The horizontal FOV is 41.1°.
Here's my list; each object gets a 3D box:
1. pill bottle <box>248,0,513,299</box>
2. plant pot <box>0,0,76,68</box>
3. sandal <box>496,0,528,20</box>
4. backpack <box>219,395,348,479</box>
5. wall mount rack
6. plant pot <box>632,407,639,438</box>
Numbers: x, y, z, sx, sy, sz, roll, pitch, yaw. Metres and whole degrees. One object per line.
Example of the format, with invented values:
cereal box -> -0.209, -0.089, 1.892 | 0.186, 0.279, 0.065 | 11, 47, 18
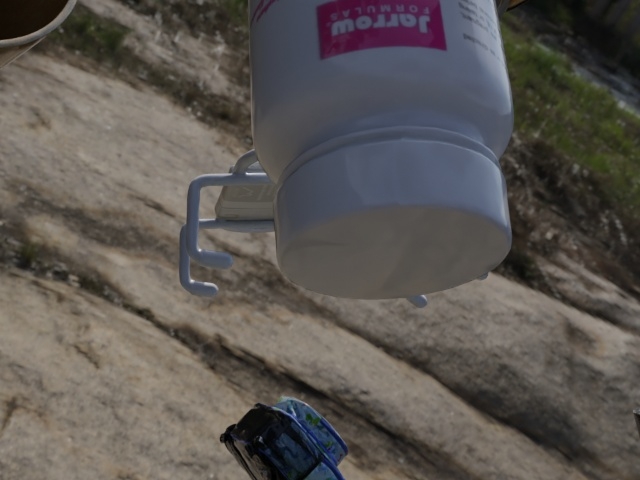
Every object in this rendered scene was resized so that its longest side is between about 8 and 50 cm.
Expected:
pill bottle -> 0.034, -0.116, 0.544 | 0.160, 0.160, 0.283 | 13, 60, -32
plant pot -> -0.360, -0.192, 0.675 | 0.237, 0.254, 0.237 | 26, 50, -36
sandal -> 0.266, -0.333, 1.158 | 0.049, 0.180, 0.072 | 26, 9, 7
backpack -> -0.023, 0.208, 0.817 | 0.114, 0.084, 0.105 | 54, -22, -9
wall mount rack -> 0.000, 0.000, 0.947 | 0.304, 0.130, 0.350 | 0, -12, -11
plant pot -> 0.342, 0.191, 0.548 | 0.188, 0.167, 0.188 | -7, 0, -12
